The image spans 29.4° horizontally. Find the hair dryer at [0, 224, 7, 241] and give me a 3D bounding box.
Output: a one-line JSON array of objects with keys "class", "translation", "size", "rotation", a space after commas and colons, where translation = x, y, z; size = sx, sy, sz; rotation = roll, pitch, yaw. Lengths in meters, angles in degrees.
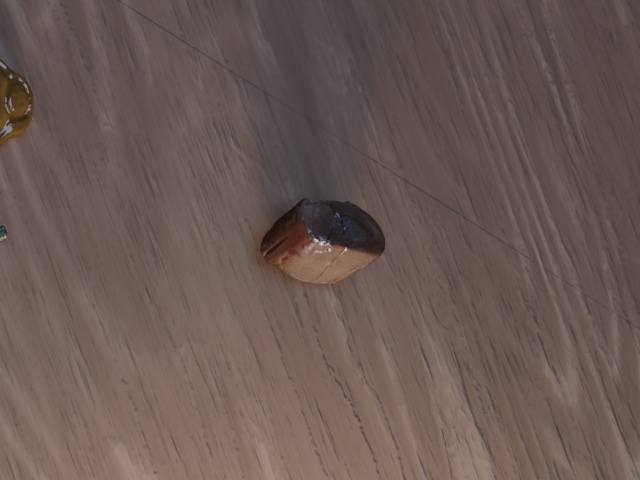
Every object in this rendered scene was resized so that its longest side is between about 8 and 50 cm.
[{"class": "hair dryer", "translation": [-0.617, -0.043, 1.665], "size": [0.298, 0.119, 0.296], "rotation": [-39, 116, -30]}]

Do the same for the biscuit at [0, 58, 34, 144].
[{"class": "biscuit", "translation": [-0.596, -0.230, 1.753], "size": [0.351, 0.057, 0.312], "rotation": [-12, 87, -27]}]

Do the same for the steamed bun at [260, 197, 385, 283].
[{"class": "steamed bun", "translation": [0.000, 0.000, 1.950], "size": [0.175, 0.145, 0.106], "rotation": [13, 56, -35]}]
